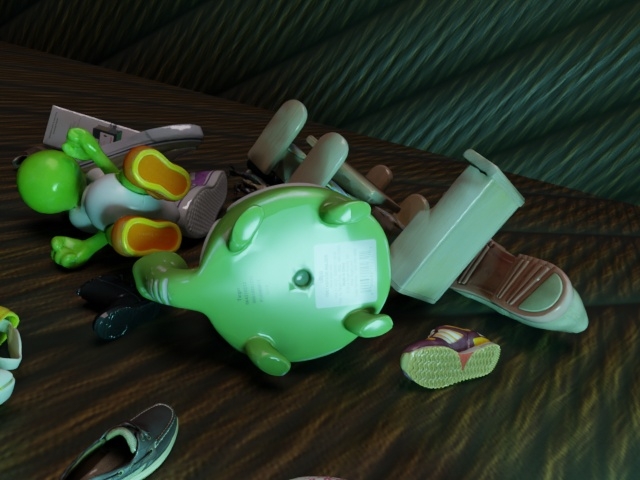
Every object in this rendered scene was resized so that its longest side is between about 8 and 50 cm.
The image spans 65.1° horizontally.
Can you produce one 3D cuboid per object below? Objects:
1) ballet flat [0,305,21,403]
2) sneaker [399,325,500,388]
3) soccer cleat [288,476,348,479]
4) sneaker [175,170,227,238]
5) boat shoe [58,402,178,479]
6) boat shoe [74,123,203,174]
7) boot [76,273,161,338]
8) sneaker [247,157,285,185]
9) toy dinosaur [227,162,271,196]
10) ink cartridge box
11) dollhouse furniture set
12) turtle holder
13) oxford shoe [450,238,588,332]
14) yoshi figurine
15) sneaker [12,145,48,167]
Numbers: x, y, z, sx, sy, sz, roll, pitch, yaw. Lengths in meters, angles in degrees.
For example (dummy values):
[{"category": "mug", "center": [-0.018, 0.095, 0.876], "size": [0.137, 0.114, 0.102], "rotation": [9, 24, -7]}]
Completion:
[{"category": "ballet flat", "center": [-0.358, 0.133, 0.520], "size": [0.077, 0.077, 0.231], "rotation": [20, 15, -30]}, {"category": "sneaker", "center": [0.178, 0.167, 0.748], "size": [0.185, 0.070, 0.084], "rotation": [6, 14, -32]}, {"category": "soccer cleat", "center": [0.112, 0.279, 0.407], "size": [0.331, 0.116, 0.143], "rotation": [21, 8, 13]}, {"category": "sneaker", "center": [-0.297, -0.077, 1.034], "size": [0.161, 0.102, 0.282], "rotation": [2, 19, 0]}, {"category": "boat shoe", "center": [-0.185, 0.200, 0.477], "size": [0.056, 0.049, 0.152], "rotation": [18, 23, 12]}, {"category": "boat shoe", "center": [-0.383, -0.160, 1.039], "size": [0.302, 0.094, 0.109], "rotation": [-18, 2, -4]}, {"category": "boot", "center": [-0.294, 0.086, 0.693], "size": [0.099, 0.045, 0.121], "rotation": [23, 17, 17]}, {"category": "sneaker", "center": [-0.123, -0.184, 1.378], "size": [0.216, 0.079, 0.121], "rotation": [20, 22, 13]}, {"category": "toy dinosaur", "center": [-0.175, -0.142, 1.281], "size": [0.118, 0.064, 0.268], "rotation": [14, 16, -39]}, {"category": "ink cartridge box", "center": [-0.493, -0.221, 1.155], "size": [0.219, 0.093, 0.160], "rotation": [15, 0, -18]}, {"category": "dollhouse furniture set", "center": [0.136, -0.111, 0.973], "size": [0.362, 0.256, 0.394], "rotation": [23, 20, -52]}, {"category": "turtle holder", "center": [-0.069, 0.053, 0.712], "size": [0.320, 0.243, 0.227], "rotation": [-35, 18, -7]}, {"category": "oxford shoe", "center": [0.346, 0.078, 1.010], "size": [0.146, 0.140, 0.397], "rotation": [37, 4, -31]}, {"category": "yoshi figurine", "center": [-0.381, -0.074, 0.821], "size": [0.362, 0.203, 0.203], "rotation": [9, 40, 44]}, {"category": "sneaker", "center": [-0.589, -0.153, 1.094], "size": [0.188, 0.066, 0.071], "rotation": [19, 39, 26]}]
